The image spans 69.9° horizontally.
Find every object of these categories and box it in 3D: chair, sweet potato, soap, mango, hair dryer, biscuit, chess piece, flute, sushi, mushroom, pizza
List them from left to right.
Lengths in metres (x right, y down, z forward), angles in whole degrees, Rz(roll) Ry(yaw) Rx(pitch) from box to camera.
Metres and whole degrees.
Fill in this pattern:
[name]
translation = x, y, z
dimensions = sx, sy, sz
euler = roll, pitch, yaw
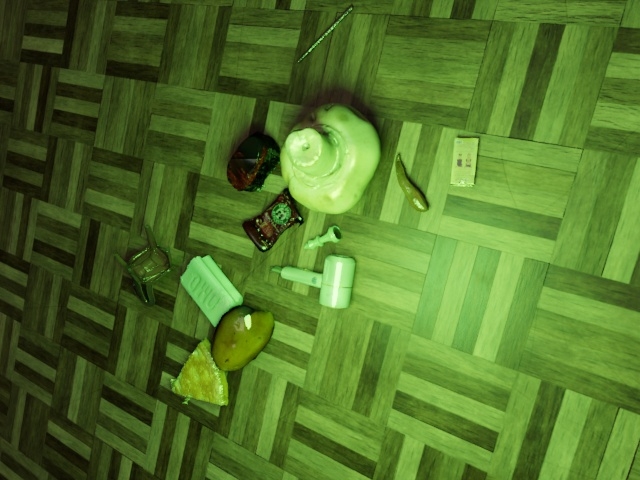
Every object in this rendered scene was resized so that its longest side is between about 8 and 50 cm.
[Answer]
[chair]
translation = -0.728, 0.123, 1.941
dimensions = 0.175, 0.183, 0.327
euler = 42, 152, 19
[pizza]
translation = -0.505, 0.550, 1.863
dimensions = 0.287, 0.075, 0.280
euler = -22, 77, 26
[soap]
translation = -0.431, 0.195, 1.807
dimensions = 0.261, 0.094, 0.150
euler = 47, 109, 17
[mango]
translation = -0.305, 0.364, 1.712
dimensions = 0.201, 0.152, 0.288
euler = 34, 105, 16
[sushi]
translation = -0.248, -0.289, 1.699
dimensions = 0.136, 0.126, 0.225
euler = 40, 113, 18
[biscuit]
translation = -0.168, -0.071, 1.691
dimensions = 0.235, 0.063, 0.151
euler = -39, 75, 18
[hair dryer]
translation = -0.047, 0.119, 1.626
dimensions = 0.356, 0.107, 0.173
euler = 10, 92, 32
[chess piece]
translation = 0.000, 0.000, 1.617
dimensions = 0.149, 0.059, 0.059
euler = -24, 80, 28
[flute]
translation = 0.015, -0.727, 1.621
dimensions = 0.269, 0.014, 0.014
euler = -39, 75, 21
[mushroom]
translation = 0.032, -0.253, 1.478
dimensions = 0.352, 0.353, 0.325
euler = -26, 111, 24
[sweet potato]
translation = 0.283, -0.180, 1.481
dimensions = 0.050, 0.050, 0.215
euler = -33, 74, 23

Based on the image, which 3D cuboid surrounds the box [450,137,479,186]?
[box]
translation = 0.445, -0.242, 1.415
dimensions = 0.073, 0.020, 0.149
euler = 7, 94, 25
